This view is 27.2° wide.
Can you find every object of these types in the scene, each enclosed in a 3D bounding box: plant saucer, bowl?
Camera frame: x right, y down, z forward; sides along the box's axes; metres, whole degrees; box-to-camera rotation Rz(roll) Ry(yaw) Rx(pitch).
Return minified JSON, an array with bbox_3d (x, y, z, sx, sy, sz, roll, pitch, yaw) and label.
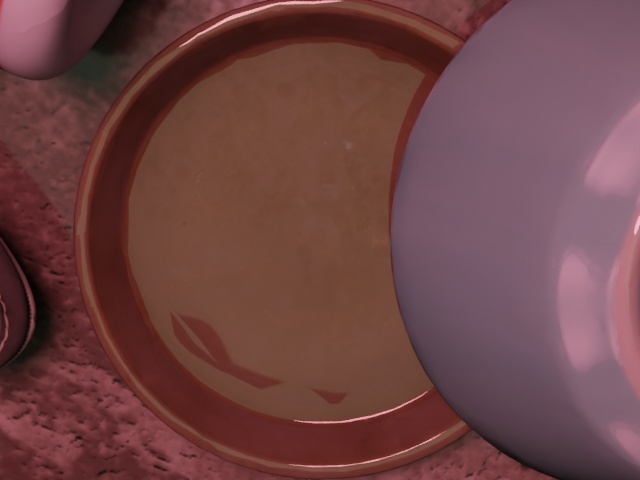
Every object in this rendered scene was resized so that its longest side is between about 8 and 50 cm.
[{"bbox_3d":[0.000,0.000,0.757,0.278,0.041,0.277,0,101,2],"label":"plant saucer"},{"bbox_3d":[0.204,0.005,0.664,0.312,0.163,0.311,-2,100,-10],"label":"bowl"}]

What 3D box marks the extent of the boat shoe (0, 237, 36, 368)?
[{"bbox_3d":[-0.295,-0.039,0.687,0.335,0.095,0.112,44,99,-6],"label":"boat shoe"}]

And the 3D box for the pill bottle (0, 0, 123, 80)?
[{"bbox_3d":[-0.248,-0.242,0.632,0.363,0.210,0.210,25,101,-3],"label":"pill bottle"}]
